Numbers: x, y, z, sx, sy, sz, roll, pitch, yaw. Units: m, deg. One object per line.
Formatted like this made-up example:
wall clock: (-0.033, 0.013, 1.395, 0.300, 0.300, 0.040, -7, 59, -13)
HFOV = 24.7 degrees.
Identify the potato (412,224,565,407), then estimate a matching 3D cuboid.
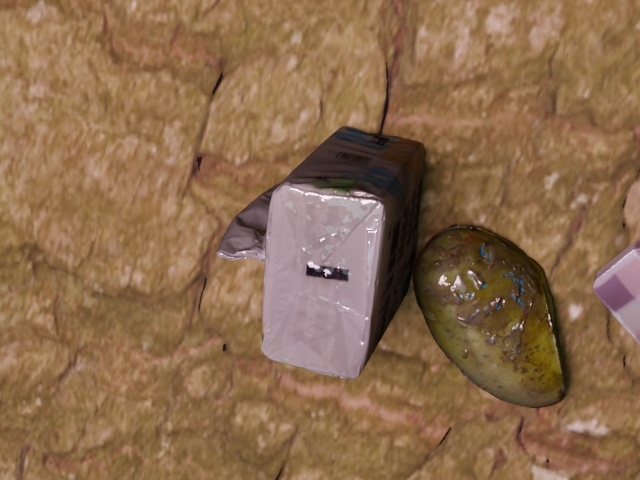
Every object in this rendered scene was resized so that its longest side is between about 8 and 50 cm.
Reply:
potato: (0.163, 0.078, 1.343, 0.119, 0.054, 0.198, -25, 102, 4)

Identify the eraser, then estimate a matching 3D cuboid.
eraser: (0.302, 0.057, 1.327, 0.065, 0.026, 0.105, -41, 94, 23)

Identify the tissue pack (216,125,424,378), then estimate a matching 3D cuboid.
tissue pack: (0.000, 0.000, 1.273, 0.145, 0.229, 0.159, 10, 108, 11)
